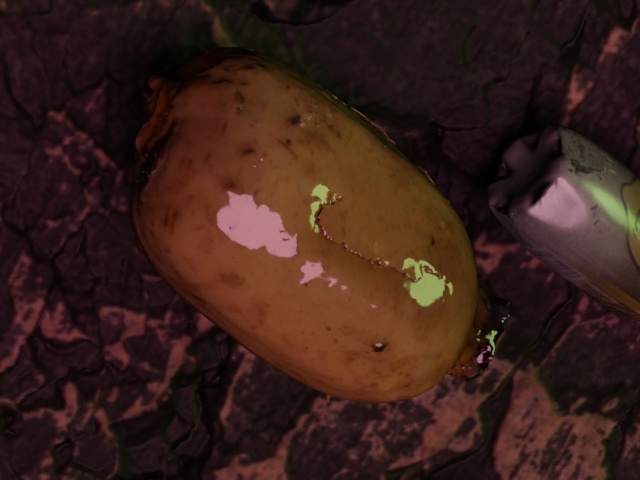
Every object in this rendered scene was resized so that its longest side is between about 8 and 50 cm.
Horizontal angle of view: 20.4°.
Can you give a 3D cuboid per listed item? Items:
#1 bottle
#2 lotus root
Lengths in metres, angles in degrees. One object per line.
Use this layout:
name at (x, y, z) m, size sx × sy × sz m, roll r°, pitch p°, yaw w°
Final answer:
bottle at (0.224, 0.018, 1.184) m, size 0.269 × 0.083 × 0.083 m, roll 32°, pitch 102°, yaw -30°
lotus root at (0.000, 0.000, 1.064) m, size 0.284 × 0.146 × 0.160 m, roll 33°, pitch 64°, yaw -25°
